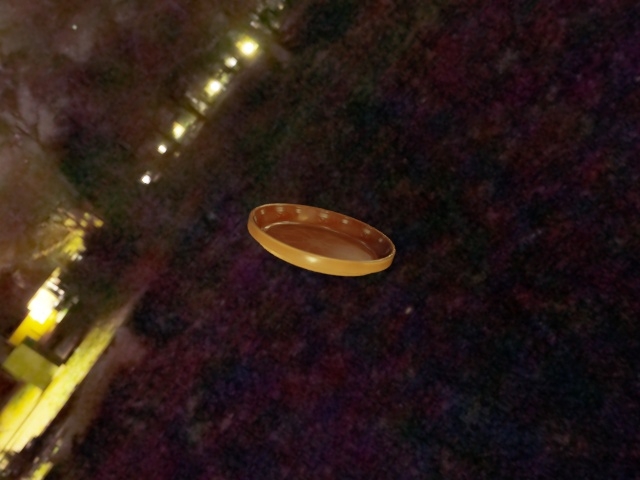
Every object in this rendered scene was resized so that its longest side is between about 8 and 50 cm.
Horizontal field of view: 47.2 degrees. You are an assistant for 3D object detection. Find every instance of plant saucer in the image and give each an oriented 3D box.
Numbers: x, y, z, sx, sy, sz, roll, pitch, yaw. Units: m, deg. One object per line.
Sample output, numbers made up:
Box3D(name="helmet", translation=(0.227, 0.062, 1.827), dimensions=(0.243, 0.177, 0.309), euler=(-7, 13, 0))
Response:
Box3D(name="plant saucer", translation=(0.000, 0.000, 0.409), dimensions=(0.083, 0.083, 0.013), euler=(-97, 20, -71))
